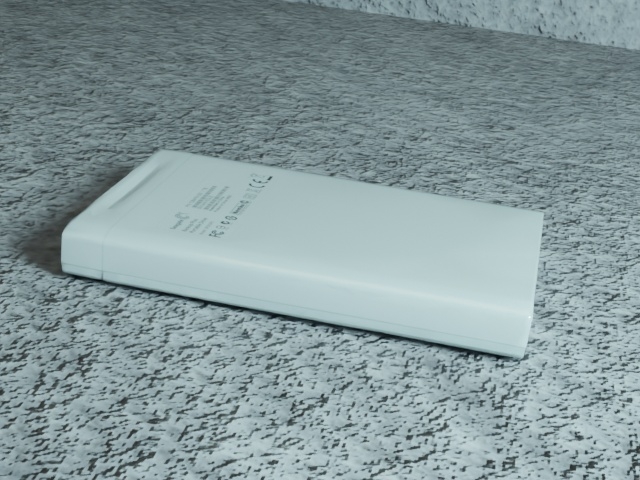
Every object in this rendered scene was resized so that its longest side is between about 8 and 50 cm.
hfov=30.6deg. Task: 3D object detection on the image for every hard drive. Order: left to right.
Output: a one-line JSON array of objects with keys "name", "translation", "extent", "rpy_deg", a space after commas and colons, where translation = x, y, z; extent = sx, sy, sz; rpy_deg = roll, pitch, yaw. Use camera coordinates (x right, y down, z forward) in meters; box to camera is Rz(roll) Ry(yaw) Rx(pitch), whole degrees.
[{"name": "hard drive", "translation": [0.000, 0.000, 0.960], "extent": [0.353, 0.047, 0.233], "rpy_deg": [10, 22, 9]}]
